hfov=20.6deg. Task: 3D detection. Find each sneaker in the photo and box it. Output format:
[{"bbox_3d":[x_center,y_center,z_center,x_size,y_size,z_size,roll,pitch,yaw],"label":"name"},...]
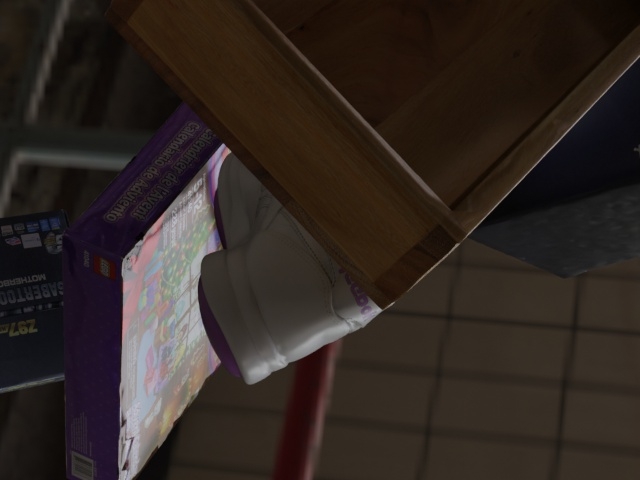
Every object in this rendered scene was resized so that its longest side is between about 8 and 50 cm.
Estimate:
[{"bbox_3d":[0.000,0.000,1.256,0.305,0.152,0.114,-90,156,-65],"label":"sneaker"}]

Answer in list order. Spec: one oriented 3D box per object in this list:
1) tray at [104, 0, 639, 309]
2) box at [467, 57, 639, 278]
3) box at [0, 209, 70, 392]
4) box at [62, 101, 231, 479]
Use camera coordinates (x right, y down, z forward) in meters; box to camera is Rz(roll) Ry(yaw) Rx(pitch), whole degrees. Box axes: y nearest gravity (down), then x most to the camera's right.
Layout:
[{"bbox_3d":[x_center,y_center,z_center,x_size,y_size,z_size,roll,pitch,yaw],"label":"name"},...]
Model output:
[{"bbox_3d":[0.079,-0.146,0.995,0.076,0.203,0.411,-45,178,41],"label":"tray"},{"bbox_3d":[0.278,-0.151,1.551,0.183,0.294,0.296,20,61,-43],"label":"box"},{"bbox_3d":[-0.359,0.073,1.864,0.233,0.059,0.183,-9,81,-36],"label":"box"},{"bbox_3d":[-0.137,0.049,1.455,0.201,0.057,0.293,-55,160,-42],"label":"box"}]
